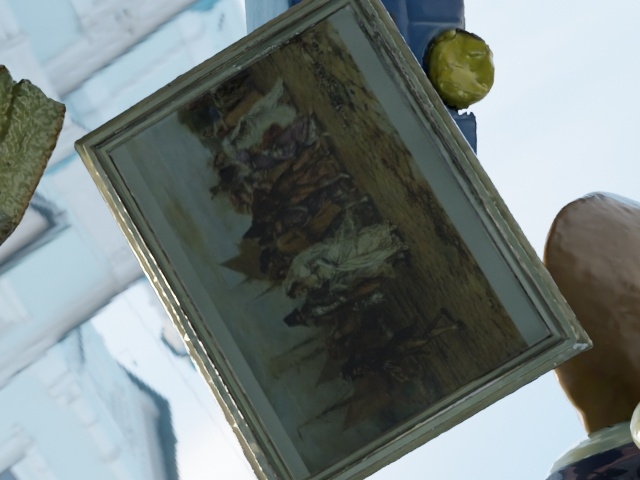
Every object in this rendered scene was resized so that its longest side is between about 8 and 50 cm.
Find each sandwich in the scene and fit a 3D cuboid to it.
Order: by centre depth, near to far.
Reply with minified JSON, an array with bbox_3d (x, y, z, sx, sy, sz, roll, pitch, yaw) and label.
[{"bbox_3d":[-0.283,-0.019,0.847,0.244,0.090,0.088,-42,-141,5],"label":"sandwich"}]

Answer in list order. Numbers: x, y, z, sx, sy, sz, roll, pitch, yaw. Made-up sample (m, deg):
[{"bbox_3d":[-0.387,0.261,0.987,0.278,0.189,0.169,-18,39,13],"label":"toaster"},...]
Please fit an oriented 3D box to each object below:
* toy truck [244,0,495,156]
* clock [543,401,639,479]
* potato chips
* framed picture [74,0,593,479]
[{"bbox_3d":[0.026,-0.202,0.923,0.162,0.385,0.161,-3,172,-17],"label":"toy truck"},{"bbox_3d":[0.243,0.158,0.738,0.243,0.199,0.146,-38,-142,21],"label":"clock"},{"bbox_3d":[0.237,0.054,0.880,0.062,0.195,0.208,-22,-171,47],"label":"potato chips"},{"bbox_3d":[0.000,0.000,0.716,0.217,0.017,0.274,-33,-99,5],"label":"framed picture"}]
